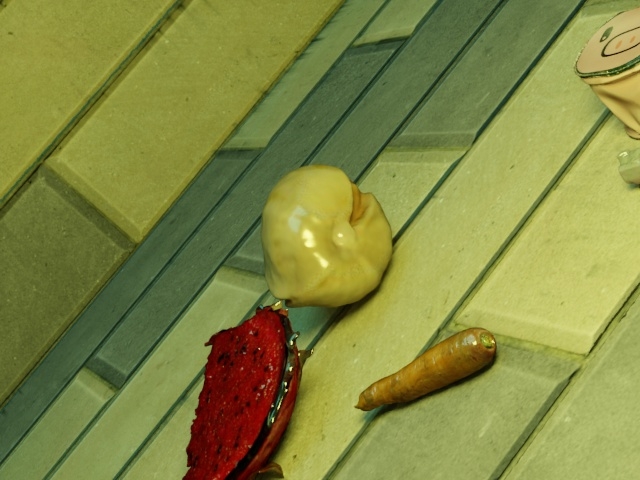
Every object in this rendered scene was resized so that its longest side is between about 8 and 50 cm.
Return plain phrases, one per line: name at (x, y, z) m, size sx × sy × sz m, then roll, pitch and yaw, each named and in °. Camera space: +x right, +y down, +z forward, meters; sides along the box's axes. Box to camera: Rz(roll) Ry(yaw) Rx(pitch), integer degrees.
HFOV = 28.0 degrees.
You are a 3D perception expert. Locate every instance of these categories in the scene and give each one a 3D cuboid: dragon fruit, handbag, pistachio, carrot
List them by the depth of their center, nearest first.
carrot at (0.136, 0.175, 1.682) m, size 0.248 × 0.059 × 0.059 m, roll -33°, pitch 24°, yaw 39°
handbag at (0.455, -0.242, 1.739) m, size 0.205 × 0.116 × 0.179 m, roll -20°, pitch 31°, yaw 54°
dragon fruit at (-0.096, 0.254, 1.917) m, size 0.282 × 0.100 × 0.343 m, roll -35°, pitch 35°, yaw 48°
pistachio at (0.000, 0.000, 2.057) m, size 0.230 × 0.230 × 0.309 m, roll -46°, pitch 16°, yaw 3°

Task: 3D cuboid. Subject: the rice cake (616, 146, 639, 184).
rice cake at (0.464, -0.108, 1.558) m, size 0.270 × 0.055 × 0.049 m, roll -12°, pitch 50°, yaw 57°
